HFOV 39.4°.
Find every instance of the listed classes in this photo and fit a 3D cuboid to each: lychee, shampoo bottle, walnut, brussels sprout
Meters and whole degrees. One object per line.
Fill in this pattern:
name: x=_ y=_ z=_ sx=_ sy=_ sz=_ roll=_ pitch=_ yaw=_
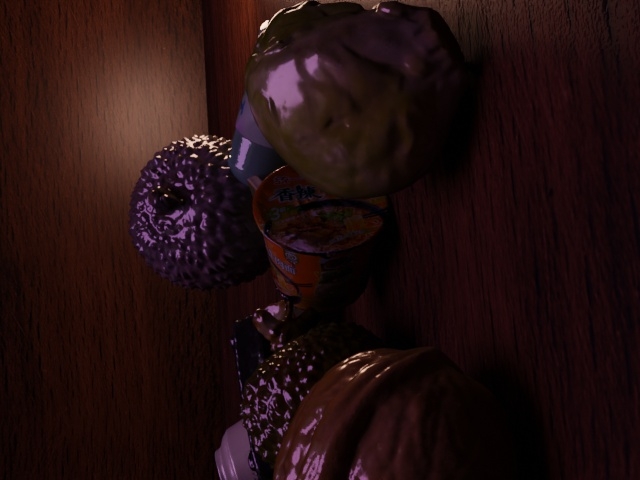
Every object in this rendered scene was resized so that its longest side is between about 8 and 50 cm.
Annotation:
lychee: x=0.007 y=0.248 z=1.421 sx=0.270 sy=0.269 sz=0.320 roll=162 pitch=103 yaw=-75
shampoo bottle: x=-0.093 y=-0.268 z=1.856 sx=0.222 sy=0.151 sz=0.350 roll=-97 pitch=22 yaw=-61
walnut: x=0.089 y=0.287 z=1.074 sx=0.333 sy=0.332 sz=0.333 roll=178 pitch=90 yaw=-76
lychee: x=-0.249 y=-0.055 z=2.104 sx=0.432 sy=0.380 sz=0.381 roll=23 pitch=-124 yaw=-58
brussels sprout: x=0.054 y=-0.192 z=1.224 sx=0.243 sy=0.316 sz=0.274 roll=-60 pitch=-37 yaw=-52

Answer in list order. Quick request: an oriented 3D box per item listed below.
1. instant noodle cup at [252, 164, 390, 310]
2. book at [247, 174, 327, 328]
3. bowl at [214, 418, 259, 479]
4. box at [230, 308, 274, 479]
instant noodle cup: x=0.000 y=0.000 z=1.538 sx=0.182 sy=0.230 sz=0.230 roll=91 pitch=168 yaw=-46
book: x=-0.054 y=0.059 z=1.836 sx=0.239 sy=0.035 sz=0.352 roll=-129 pitch=19 yaw=-56
bowl: x=-0.149 y=0.493 z=1.929 sx=0.238 sy=0.126 sz=0.238 roll=162 pitch=90 yaw=-87
box: x=-0.083 y=0.349 z=1.770 sx=0.359 sy=0.091 sz=0.350 roll=66 pitch=-169 yaw=-57
